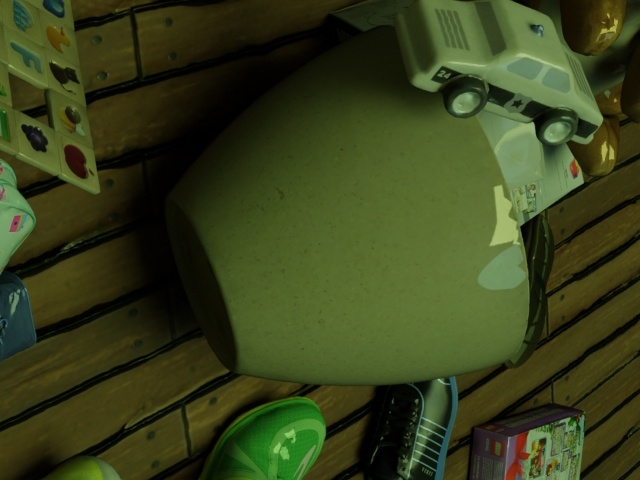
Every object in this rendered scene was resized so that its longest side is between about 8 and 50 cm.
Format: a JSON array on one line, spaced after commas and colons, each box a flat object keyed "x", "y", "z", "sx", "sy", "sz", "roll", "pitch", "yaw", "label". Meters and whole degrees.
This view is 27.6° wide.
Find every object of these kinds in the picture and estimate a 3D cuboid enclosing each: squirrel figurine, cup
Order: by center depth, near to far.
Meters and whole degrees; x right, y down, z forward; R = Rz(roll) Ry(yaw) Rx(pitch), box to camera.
[{"x": 0.000, "y": 0.000, "z": 1.168, "sx": 0.237, "sy": 0.331, "sz": 0.331, "roll": -21, "pitch": 117, "yaw": -17, "label": "cup"}, {"x": 0.370, "y": -0.319, "z": 1.421, "sx": 0.281, "sy": 0.370, "sz": 0.397, "roll": 40, "pitch": 50, "yaw": -14, "label": "squirrel figurine"}]

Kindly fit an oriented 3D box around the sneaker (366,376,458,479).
[{"x": 0.099, "y": 0.222, "z": 1.479, "sx": 0.090, "sy": 0.081, "sz": 0.232, "roll": -20, "pitch": 114, "yaw": -54, "label": "sneaker"}]

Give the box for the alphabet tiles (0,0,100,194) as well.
[{"x": -0.244, "y": -0.162, "z": 0.930, "sx": 0.198, "sy": 0.009, "sz": 0.237, "roll": 28, "pitch": 39, "yaw": -49, "label": "alphabet tiles"}]

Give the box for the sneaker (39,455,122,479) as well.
[{"x": -0.285, "y": 0.309, "z": 0.995, "sx": 0.384, "sy": 0.145, "sz": 0.147, "roll": -52, "pitch": 134, "yaw": -31, "label": "sneaker"}]

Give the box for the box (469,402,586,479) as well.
[{"x": 0.268, "y": 0.377, "z": 1.734, "sx": 0.201, "sy": 0.057, "sz": 0.293, "roll": -5, "pitch": 102, "yaw": -50, "label": "box"}]

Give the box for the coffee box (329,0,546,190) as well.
[{"x": 0.110, "y": -0.146, "z": 1.269, "sx": 0.098, "sy": 0.246, "sz": 0.141, "roll": -20, "pitch": 119, "yaw": -14, "label": "coffee box"}]

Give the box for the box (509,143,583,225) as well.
[{"x": 0.237, "y": -0.103, "z": 1.526, "sx": 0.186, "sy": 0.038, "sz": 0.145, "roll": -31, "pitch": 113, "yaw": -42, "label": "box"}]

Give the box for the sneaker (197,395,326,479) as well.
[{"x": -0.078, "y": 0.269, "z": 1.246, "sx": 0.295, "sy": 0.124, "sz": 0.109, "roll": -44, "pitch": 129, "yaw": -36, "label": "sneaker"}]

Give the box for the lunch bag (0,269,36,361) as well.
[{"x": -0.268, "y": 0.059, "z": 0.992, "sx": 0.065, "sy": 0.098, "sz": 0.067, "roll": -29, "pitch": 125, "yaw": -40, "label": "lunch bag"}]

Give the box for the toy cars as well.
[{"x": 0.082, "y": -0.219, "z": 1.055, "sx": 0.087, "sy": 0.394, "sz": 0.176, "roll": -51, "pitch": 176, "yaw": 38, "label": "toy cars"}]

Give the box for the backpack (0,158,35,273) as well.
[{"x": -0.284, "y": 0.002, "z": 0.887, "sx": 0.182, "sy": 0.115, "sz": 0.152, "roll": -51, "pitch": 165, "yaw": 11, "label": "backpack"}]

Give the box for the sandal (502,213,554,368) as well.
[{"x": 0.248, "y": 0.064, "z": 1.646, "sx": 0.090, "sy": 0.060, "sz": 0.219, "roll": 50, "pitch": 46, "yaw": -50, "label": "sandal"}]
